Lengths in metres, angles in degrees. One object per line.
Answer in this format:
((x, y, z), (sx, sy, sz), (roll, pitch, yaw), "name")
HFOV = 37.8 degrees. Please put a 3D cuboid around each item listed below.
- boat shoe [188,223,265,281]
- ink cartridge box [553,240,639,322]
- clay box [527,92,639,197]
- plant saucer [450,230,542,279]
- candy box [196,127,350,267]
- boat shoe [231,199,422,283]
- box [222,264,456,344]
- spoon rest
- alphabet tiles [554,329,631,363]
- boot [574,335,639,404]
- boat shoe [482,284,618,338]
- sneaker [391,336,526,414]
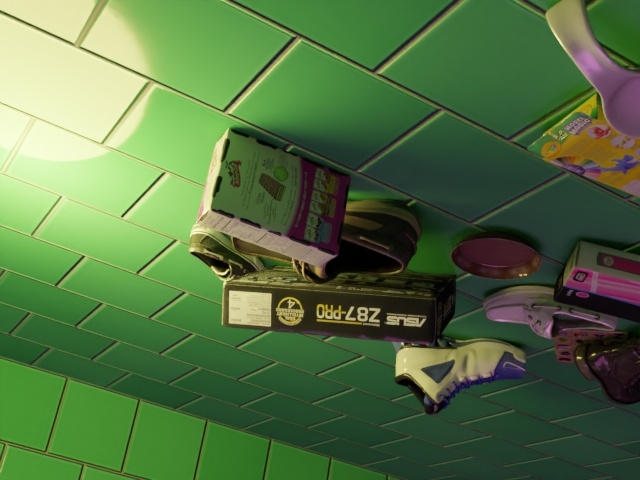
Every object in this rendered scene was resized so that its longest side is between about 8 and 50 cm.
((-0.197, 0.046, 1.928), (0.077, 0.070, 0.219), (-10, 147, 35), "boat shoe")
((0.631, 0.102, 1.712), (0.370, 0.069, 0.176), (12, 156, 7), "ink cartridge box")
((0.427, -0.139, 1.362), (0.222, 0.053, 0.127), (20, 151, -18), "clay box")
((0.330, 0.025, 1.750), (0.168, 0.029, 0.168), (9, 154, 4), "plant saucer")
((-0.075, -0.069, 1.560), (0.233, 0.159, 0.071), (21, 150, -20), "candy box")
((0.000, 0.000, 1.676), (0.355, 0.130, 0.132), (-2, 135, 16), "boat shoe")
((0.047, 0.113, 1.792), (0.394, 0.097, 0.318), (3, -173, 14), "box")
((0.396, -0.207, 1.196), (0.276, 0.084, 0.137), (29, 139, -31), "spoon rest")
((0.646, 0.241, 2.091), (0.237, 0.009, 0.198), (1, 152, 17), "alphabet tiles")
((0.708, 0.279, 2.032), (0.263, 0.091, 0.229), (31, 147, -32), "boot")
((0.456, 0.149, 1.874), (0.277, 0.096, 0.098), (-6, 150, 30), "boat shoe")
((0.309, 0.321, 2.173), (0.315, 0.182, 0.127), (8, 155, 5), "sneaker")
